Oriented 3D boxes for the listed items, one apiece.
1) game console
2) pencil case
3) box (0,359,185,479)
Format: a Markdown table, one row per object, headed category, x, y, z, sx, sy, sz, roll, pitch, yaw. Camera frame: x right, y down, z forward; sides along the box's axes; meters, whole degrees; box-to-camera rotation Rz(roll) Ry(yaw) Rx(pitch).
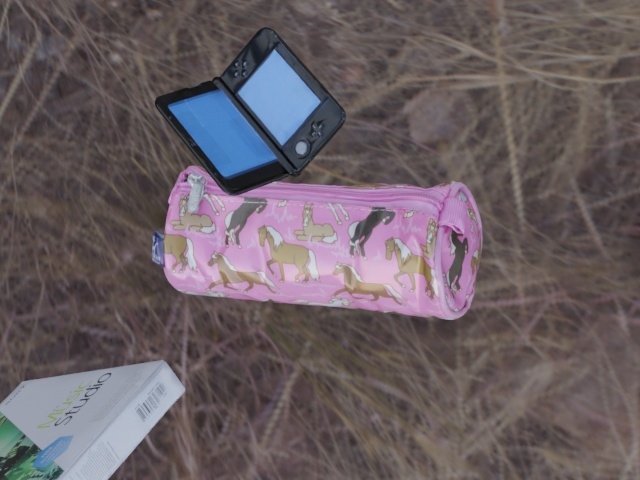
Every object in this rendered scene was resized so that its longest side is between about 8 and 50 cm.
| category | x | y | z | sx | sy | sz | roll | pitch | yaw |
| --- | --- | --- | --- | --- | --- | --- | --- | --- | --- |
| game console | -0.059 | -0.111 | 1.172 | 0.107 | 0.071 | 0.122 | -47 | 66 | 18 |
| pencil case | 0.000 | 0.000 | 1.623 | 0.386 | 0.167 | 0.160 | 5 | 86 | 24 |
| box | -0.348 | 0.257 | 1.756 | 0.058 | 0.322 | 0.232 | 57 | 47 | -19 |
